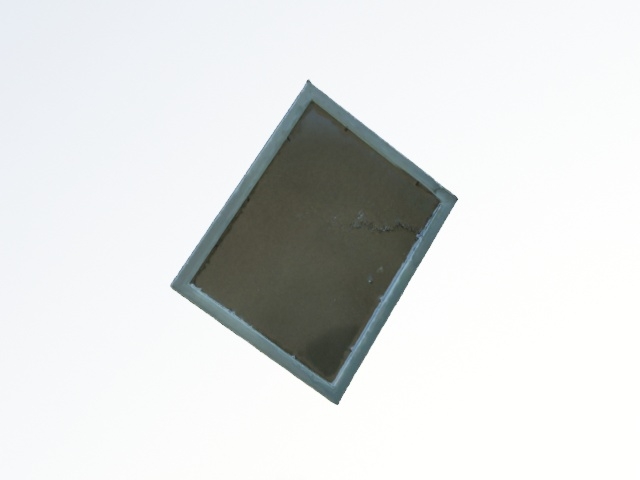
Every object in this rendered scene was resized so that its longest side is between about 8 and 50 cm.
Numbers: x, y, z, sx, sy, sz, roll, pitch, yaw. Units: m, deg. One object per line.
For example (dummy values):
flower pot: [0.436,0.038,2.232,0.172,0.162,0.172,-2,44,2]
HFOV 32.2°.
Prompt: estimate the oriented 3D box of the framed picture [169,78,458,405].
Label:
framed picture: [0.000,0.000,1.235,0.293,0.231,0.018,-57,12,-20]
